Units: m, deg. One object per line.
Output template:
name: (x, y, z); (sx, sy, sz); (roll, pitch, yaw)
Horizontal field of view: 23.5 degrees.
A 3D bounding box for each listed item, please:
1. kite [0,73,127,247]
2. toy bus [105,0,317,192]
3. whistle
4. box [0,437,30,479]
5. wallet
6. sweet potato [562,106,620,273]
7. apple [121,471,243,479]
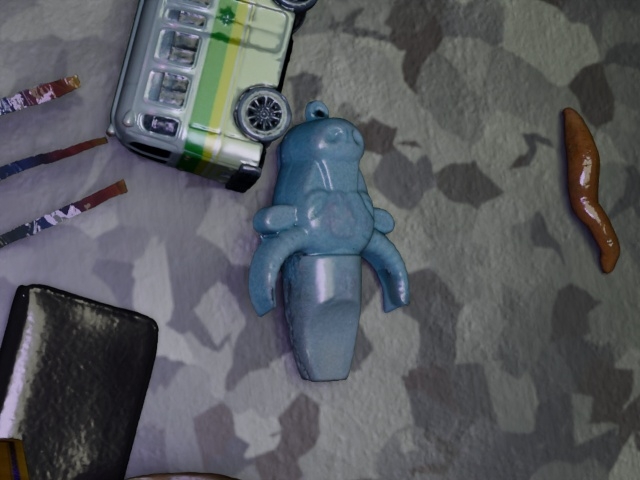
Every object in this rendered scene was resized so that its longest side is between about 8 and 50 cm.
kite: (-0.368, -0.034, 1.413); (0.360, 0.022, 0.204); (-25, 94, -6)
toy bus: (-0.096, -0.199, 1.468); (0.165, 0.133, 0.276); (14, 82, -9)
whistle: (0.000, 0.000, 1.494); (0.186, 0.093, 0.273); (0, 86, -41)
box: (-0.296, 0.333, 1.297); (0.084, 0.193, 0.301); (4, 95, -13)
wallet: (-0.245, 0.174, 1.437); (0.149, 0.044, 0.250); (16, 80, -17)
sweet potato: (0.277, -0.053, 1.597); (0.044, 0.044, 0.179); (-12, 85, -15)
apple: (-0.150, 0.321, 1.399); (0.193, 0.120, 0.264); (10, 99, 9)
